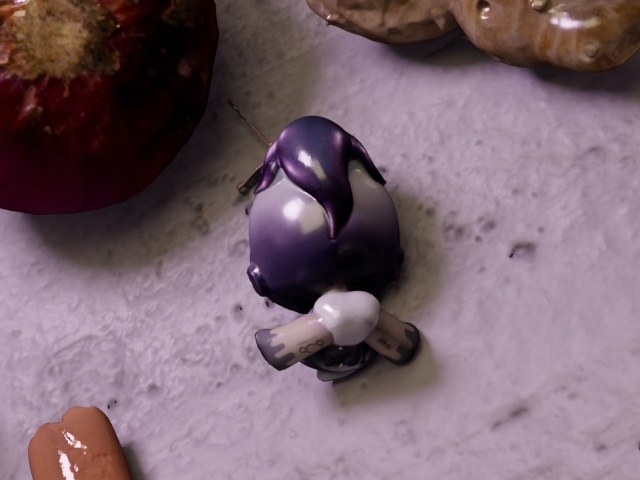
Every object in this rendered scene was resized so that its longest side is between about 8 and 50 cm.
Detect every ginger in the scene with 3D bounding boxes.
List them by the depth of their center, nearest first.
[{"bbox_3d":[0.146,-0.263,1.734,0.375,0.176,0.256,29,61,32],"label":"ginger"}]

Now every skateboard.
[{"bbox_3d":[-0.072,-0.091,1.813,0.064,0.032,0.083,-44,58,8],"label":"skateboard"}]

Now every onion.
[{"bbox_3d":[-0.270,-0.203,1.822,0.348,0.348,0.385,-44,17,-5],"label":"onion"}]

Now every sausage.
[{"bbox_3d":[-0.182,0.270,1.621,0.086,0.086,0.289,-27,57,6],"label":"sausage"}]

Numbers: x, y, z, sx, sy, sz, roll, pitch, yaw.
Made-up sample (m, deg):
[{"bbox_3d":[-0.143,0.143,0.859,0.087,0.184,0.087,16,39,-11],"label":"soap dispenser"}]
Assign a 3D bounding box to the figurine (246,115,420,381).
[{"bbox_3d":[0.000,0.000,1.663,0.145,0.145,0.222,-18,62,12],"label":"figurine"}]
